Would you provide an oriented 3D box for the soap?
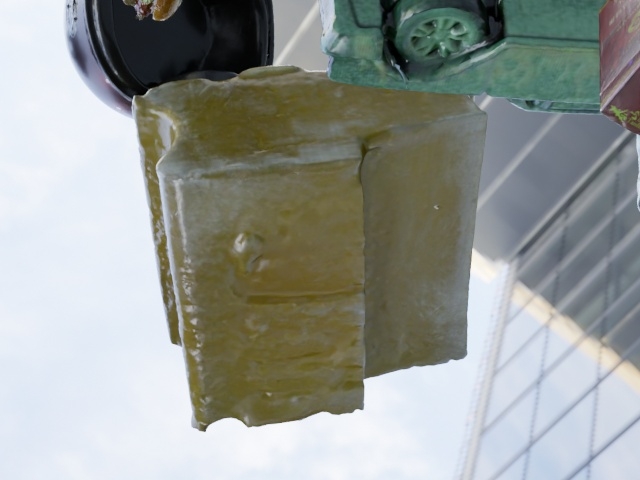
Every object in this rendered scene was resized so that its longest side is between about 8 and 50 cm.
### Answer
[{"bbox_3d":[0.000,0.000,0.948,0.259,0.281,0.143,-11,-136,-7],"label":"soap"}]

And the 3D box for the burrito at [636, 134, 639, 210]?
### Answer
[{"bbox_3d":[0.285,-0.079,0.914,0.144,0.089,0.229,52,-145,-38],"label":"burrito"}]

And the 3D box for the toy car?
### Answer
[{"bbox_3d":[0.155,-0.131,0.673,0.320,0.097,0.141,1,-122,-6],"label":"toy car"}]

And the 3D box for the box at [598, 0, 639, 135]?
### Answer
[{"bbox_3d":[0.134,-0.085,0.483,0.023,0.051,0.082,27,-141,-10],"label":"box"}]

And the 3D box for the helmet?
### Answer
[{"bbox_3d":[-0.137,-0.201,1.147,0.216,0.193,0.189,6,-96,-39],"label":"helmet"}]

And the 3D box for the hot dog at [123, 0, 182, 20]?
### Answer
[{"bbox_3d":[-0.123,-0.216,0.918,0.056,0.133,0.041,35,-133,5],"label":"hot dog"}]
